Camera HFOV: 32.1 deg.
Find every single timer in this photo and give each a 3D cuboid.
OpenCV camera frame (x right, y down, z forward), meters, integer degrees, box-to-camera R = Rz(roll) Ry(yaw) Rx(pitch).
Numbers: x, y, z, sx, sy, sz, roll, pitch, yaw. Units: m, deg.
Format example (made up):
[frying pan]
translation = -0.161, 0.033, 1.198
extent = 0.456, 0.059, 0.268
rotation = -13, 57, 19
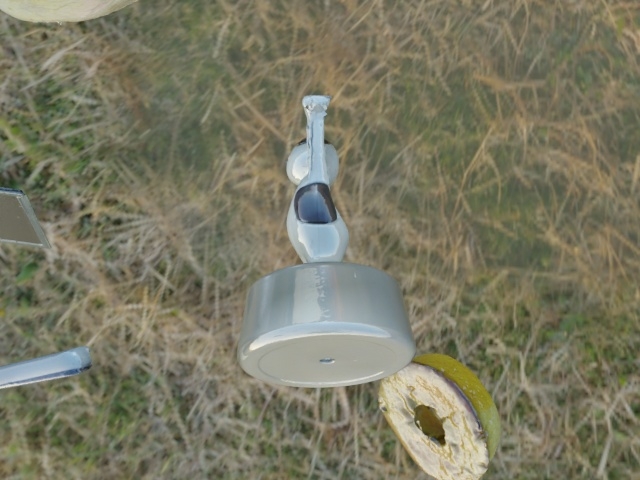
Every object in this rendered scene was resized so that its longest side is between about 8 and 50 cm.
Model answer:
[timer]
translation = 0.000, 0.000, 1.139
extent = 0.175, 0.175, 0.265
rotation = -10, 64, 15

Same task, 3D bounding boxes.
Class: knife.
[knife]
translation = -0.478, 0.211, 1.791
extent = 0.266, 0.073, 0.040
rotation = -14, 92, 24

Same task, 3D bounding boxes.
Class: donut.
[donut]
translation = 0.159, 0.225, 1.430
extent = 0.162, 0.065, 0.178
rotation = -24, 96, 49

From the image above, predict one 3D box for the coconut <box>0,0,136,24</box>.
[coconut]
translation = -0.336, -0.443, 1.506
extent = 0.255, 0.297, 0.297
rotation = -1, 110, 10

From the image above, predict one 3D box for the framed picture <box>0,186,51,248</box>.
[framed picture]
translation = -0.544, -0.045, 1.772
extent = 0.197, 0.252, 0.014
rotation = 8, 70, -1
